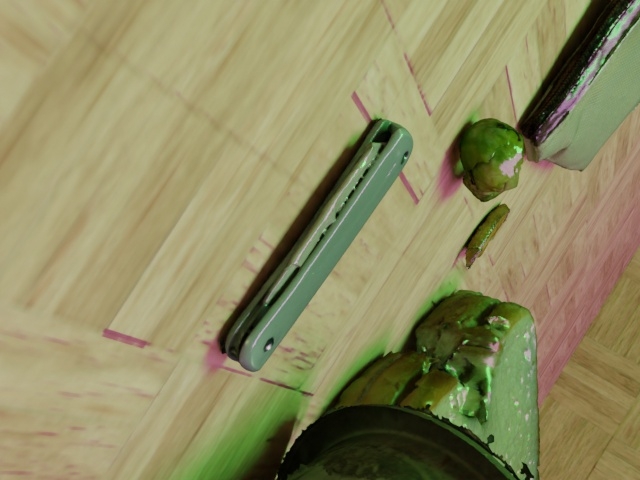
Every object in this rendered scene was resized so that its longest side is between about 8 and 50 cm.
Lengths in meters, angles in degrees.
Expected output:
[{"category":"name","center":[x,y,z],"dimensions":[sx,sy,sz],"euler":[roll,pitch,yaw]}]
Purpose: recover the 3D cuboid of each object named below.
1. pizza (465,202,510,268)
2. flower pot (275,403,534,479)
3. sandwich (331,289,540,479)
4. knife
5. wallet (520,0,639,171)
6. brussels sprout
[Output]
[{"category":"pizza","center":[0.155,-0.006,0.847],"dimensions":[0.083,0.016,0.037],"euler":[-51,157,-29]},{"category":"flower pot","center":[-0.005,0.263,0.547],"dimensions":[0.259,0.290,0.290],"euler":[-12,131,-47]},{"category":"sandwich","center":[0.110,0.193,0.821],"dimensions":[0.273,0.095,0.249],"euler":[-32,125,-48]},{"category":"knife","center":[0.000,0.000,0.499],"dimensions":[0.162,0.023,0.044],"euler":[-55,161,-11]},{"category":"wallet","center":[0.303,-0.201,0.855],"dimensions":[0.335,0.068,0.275],"euler":[-54,156,7]},{"category":"brussels sprout","center":[0.128,-0.055,0.673],"dimensions":[0.083,0.046,0.051],"euler":[64,19,-66]}]
